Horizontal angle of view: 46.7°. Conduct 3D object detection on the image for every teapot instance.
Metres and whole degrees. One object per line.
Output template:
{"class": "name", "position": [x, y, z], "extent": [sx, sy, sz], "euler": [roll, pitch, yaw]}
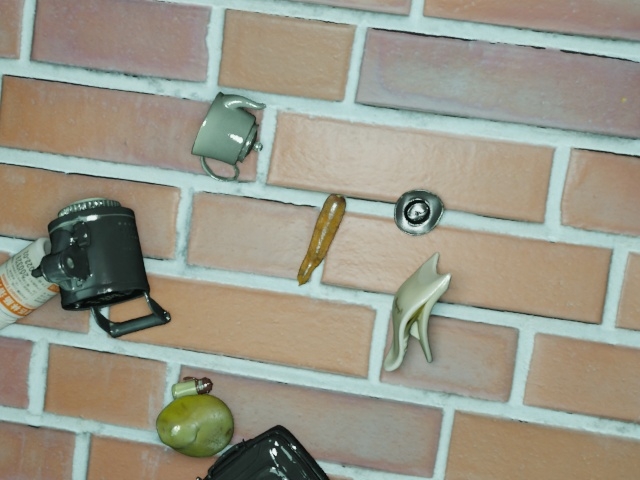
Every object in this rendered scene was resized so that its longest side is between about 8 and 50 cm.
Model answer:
{"class": "teapot", "position": [-0.209, -0.241, 1.759], "extent": [0.149, 0.162, 0.239], "euler": [23, 122, -8]}

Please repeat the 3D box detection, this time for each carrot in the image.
{"class": "carrot", "position": [0.000, 0.000, 1.796], "extent": [0.059, 0.059, 0.247], "euler": [24, 100, 3]}

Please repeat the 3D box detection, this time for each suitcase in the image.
{"class": "suitcase", "position": [-0.140, 0.659, 1.814], "extent": [0.345, 0.188, 0.339], "euler": [-41, 85, 9]}

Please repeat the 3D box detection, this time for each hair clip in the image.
{"class": "hair clip", "position": [0.220, 0.178, 1.747], "extent": [0.113, 0.172, 0.281], "euler": [5, 107, -3]}

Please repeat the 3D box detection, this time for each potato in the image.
{"class": "potato", "position": [-0.311, 0.452, 1.799], "extent": [0.157, 0.194, 0.157], "euler": [-5, 81, 35]}

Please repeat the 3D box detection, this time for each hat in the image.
{"class": "hat", "position": [0.234, -0.069, 1.769], "extent": [0.121, 0.050, 0.121], "euler": [1, 98, 10]}

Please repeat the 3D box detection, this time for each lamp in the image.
{"class": "lamp", "position": [-0.522, 0.039, 1.768], "extent": [0.205, 0.374, 0.272], "euler": [-15, 61, 13]}

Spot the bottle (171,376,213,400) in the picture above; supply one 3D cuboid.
{"class": "bottle", "position": [-0.319, 0.373, 1.865], "extent": [0.101, 0.047, 0.063], "euler": [-15, 137, 2]}

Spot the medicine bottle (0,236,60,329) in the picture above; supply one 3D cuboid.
{"class": "medicine bottle", "position": [-0.742, 0.112, 1.833], "extent": [0.252, 0.144, 0.144], "euler": [-31, 91, 8]}
